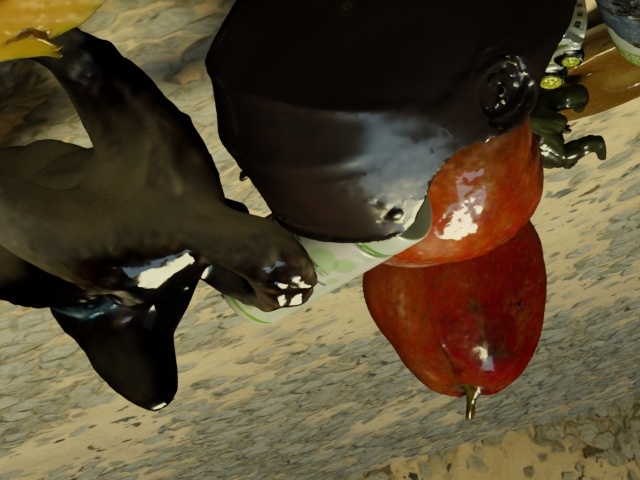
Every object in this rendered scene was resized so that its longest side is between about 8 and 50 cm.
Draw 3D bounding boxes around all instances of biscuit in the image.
[{"bbox_3d":[0.284,-0.180,1.910,0.208,0.049,0.181,-27,162,27],"label":"biscuit"}]

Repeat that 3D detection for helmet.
[{"bbox_3d":[0.035,-0.156,1.447,0.305,0.225,0.177,-51,124,-5],"label":"helmet"}]

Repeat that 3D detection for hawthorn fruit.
[{"bbox_3d":[0.061,-0.085,1.673,0.272,0.241,0.242,-12,164,8],"label":"hawthorn fruit"},{"bbox_3d":[0.170,0.080,2.215,0.224,0.260,0.224,-12,163,-4],"label":"hawthorn fruit"}]

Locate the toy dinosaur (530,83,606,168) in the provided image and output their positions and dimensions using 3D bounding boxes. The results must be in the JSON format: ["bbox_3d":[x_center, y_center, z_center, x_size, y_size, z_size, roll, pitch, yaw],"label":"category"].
[{"bbox_3d":[0.184,-0.092,1.863,0.179,0.087,0.187,-14,162,-12],"label":"toy dinosaur"}]

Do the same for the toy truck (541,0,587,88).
[{"bbox_3d":[0.203,-0.194,1.756,0.077,0.076,0.111,6,154,-15],"label":"toy truck"}]

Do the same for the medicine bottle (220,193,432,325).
[{"bbox_3d":[0.000,0.000,1.577,0.183,0.086,0.086,-31,160,36],"label":"medicine bottle"}]

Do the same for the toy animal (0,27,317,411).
[{"bbox_3d":[-0.159,0.007,1.512,0.194,0.303,0.344,-63,180,-20],"label":"toy animal"}]

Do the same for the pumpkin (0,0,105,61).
[{"bbox_3d":[-0.180,-0.227,1.108,0.222,0.139,0.317,-5,154,-32],"label":"pumpkin"}]

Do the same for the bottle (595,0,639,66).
[{"bbox_3d":[0.278,-0.241,1.648,0.093,0.093,0.330,-24,162,10],"label":"bottle"}]
